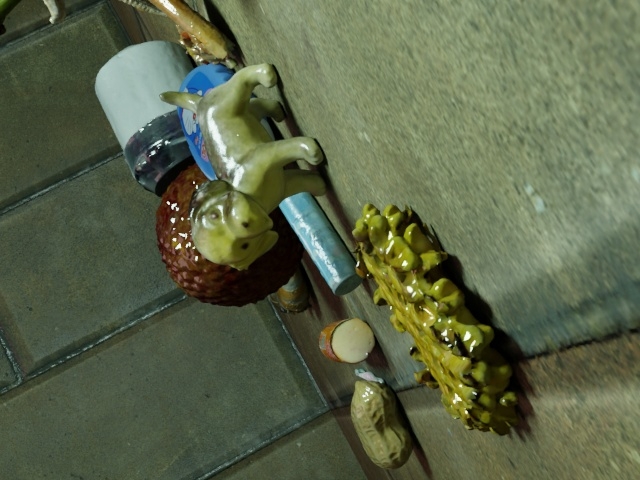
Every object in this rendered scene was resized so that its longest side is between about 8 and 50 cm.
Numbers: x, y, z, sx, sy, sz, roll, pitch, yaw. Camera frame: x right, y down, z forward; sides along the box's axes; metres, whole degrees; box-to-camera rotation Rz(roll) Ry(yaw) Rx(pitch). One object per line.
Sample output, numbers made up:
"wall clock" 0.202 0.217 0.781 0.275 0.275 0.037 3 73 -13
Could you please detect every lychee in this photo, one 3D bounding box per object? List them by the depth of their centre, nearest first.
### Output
"lychee" -0.149 -0.013 1.324 0.260 0.260 0.260 60 171 15

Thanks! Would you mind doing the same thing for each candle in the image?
"candle" -0.334 -0.274 1.656 0.342 0.221 0.221 61 172 15

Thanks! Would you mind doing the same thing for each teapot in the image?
"teapot" -0.069 0.135 1.892 0.121 0.076 0.068 16 154 36

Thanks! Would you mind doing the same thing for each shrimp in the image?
"shrimp" -0.095 0.029 1.698 0.287 0.068 0.185 64 169 -3

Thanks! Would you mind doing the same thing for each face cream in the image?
"face cream" -0.134 -0.153 1.180 0.264 0.083 0.149 54 130 45

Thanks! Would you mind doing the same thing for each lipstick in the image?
"lipstick" 0.000 0.000 1.088 0.158 0.048 0.048 58 171 27

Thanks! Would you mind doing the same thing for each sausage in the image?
"sausage" 0.037 0.166 1.323 0.071 0.071 0.234 62 171 4

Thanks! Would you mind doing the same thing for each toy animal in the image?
"toy animal" -0.084 -0.089 0.946 0.121 0.169 0.233 91 164 -73

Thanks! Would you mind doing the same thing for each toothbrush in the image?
"toothbrush" 0.087 0.246 1.448 0.204 0.022 0.017 159 99 -81

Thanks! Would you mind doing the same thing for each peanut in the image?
"peanut" 0.101 0.310 1.342 0.093 0.083 0.194 -105 -7 -56

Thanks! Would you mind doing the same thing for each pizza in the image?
"pizza" -0.182 -0.294 1.154 0.185 0.052 0.195 43 -179 7

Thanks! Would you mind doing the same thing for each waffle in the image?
"waffle" 0.099 0.075 0.731 0.228 0.051 0.231 52 168 38

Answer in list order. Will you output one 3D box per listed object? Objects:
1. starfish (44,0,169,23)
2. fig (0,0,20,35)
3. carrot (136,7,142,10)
"starfish" -0.395 -0.501 1.279 0.384 0.132 0.398 53 -162 9
"fig" -0.236 -0.307 0.820 0.151 0.259 0.151 57 162 30
"carrot" -0.361 -0.544 1.543 0.057 0.057 0.224 56 166 36
